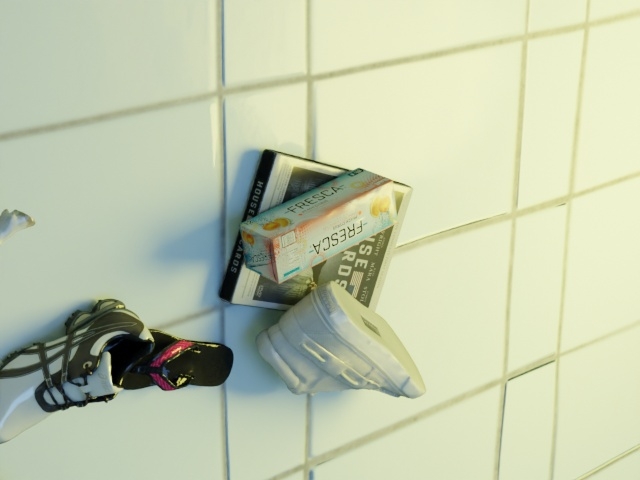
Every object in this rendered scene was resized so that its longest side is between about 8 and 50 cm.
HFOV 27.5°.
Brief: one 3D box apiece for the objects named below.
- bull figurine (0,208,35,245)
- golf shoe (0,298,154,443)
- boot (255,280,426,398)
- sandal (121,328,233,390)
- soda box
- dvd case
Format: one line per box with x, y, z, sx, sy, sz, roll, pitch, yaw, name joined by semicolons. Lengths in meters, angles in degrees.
-0.371;0.020;1.151;0.310;0.101;0.188;42;72;-46;bull figurine
-0.254;0.137;1.310;0.198;0.094;0.077;-43;131;-21;golf shoe
0.023;0.144;1.578;0.123;0.095;0.258;-33;138;13;boot
-0.157;0.135;1.436;0.179;0.040;0.067;7;101;-44;sandal
-0.001;-0.019;1.466;0.183;0.063;0.058;-26;123;-33;soda box
0.000;0.000;1.541;0.239;0.029;0.179;11;99;-44;dvd case
